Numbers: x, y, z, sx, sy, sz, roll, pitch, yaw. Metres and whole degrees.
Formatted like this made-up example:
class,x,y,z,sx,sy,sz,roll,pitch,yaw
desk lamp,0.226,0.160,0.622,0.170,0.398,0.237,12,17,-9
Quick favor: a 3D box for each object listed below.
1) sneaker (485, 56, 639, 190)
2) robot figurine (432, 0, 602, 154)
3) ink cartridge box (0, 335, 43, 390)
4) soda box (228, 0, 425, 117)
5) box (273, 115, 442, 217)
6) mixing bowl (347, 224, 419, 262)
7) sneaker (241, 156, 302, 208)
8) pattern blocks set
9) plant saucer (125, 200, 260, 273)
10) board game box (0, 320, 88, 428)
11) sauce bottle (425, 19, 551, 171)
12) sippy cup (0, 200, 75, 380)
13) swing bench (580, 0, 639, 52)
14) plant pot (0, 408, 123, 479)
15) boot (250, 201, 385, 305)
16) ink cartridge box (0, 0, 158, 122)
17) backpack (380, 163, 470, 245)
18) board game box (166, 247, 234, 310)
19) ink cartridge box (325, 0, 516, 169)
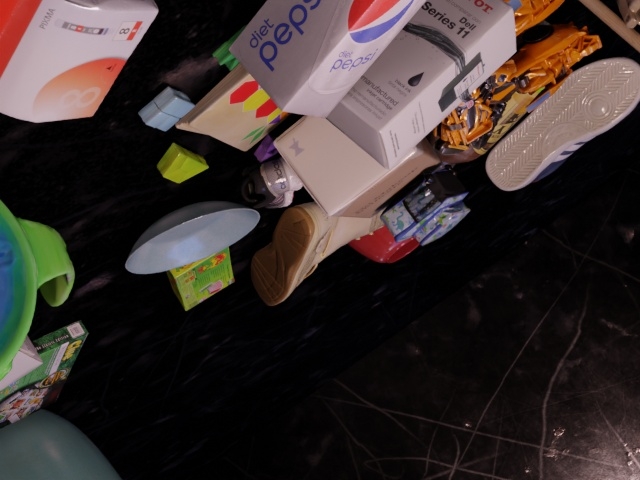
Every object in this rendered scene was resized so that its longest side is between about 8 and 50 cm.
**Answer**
class,x,y,z,sx,sy,sz,roll,pitch,yaw
sneaker,0.476,-0.230,2.094,0.350,0.131,0.148,-36,173,26
robot figurine,0.240,-0.242,1.468,0.291,0.085,0.211,-38,126,-14
ink cartridge box,-0.431,0.124,1.222,0.176,0.128,0.127,-34,165,-7
soda box,0.043,-0.256,1.070,0.286,0.098,0.091,-47,160,21
box,0.060,-0.117,1.455,0.148,0.121,0.311,-37,174,12
mixing bowl,0.133,-0.022,2.027,0.181,0.098,0.181,-33,165,-10
sneaker,-0.076,-0.075,1.479,0.075,0.063,0.170,-16,176,-14
pattern blocks set,-0.075,-0.167,1.280,0.285,0.026,0.325,-36,165,3
plant saucer,-0.178,-0.013,1.476,0.195,0.037,0.195,-22,167,-5
board game box,-0.445,0.214,1.661,0.136,0.030,0.259,-21,160,-35
sauce bottle,0.246,-0.201,1.701,0.111,0.111,0.344,-19,159,-46
sippy cup,-0.398,0.070,0.992,0.306,0.240,0.224,21,151,-19
swing bench,0.498,-0.363,1.457,0.165,0.254,0.253,-22,161,-39
plant pot,-0.485,0.429,1.830,0.293,0.235,0.293,-31,165,-10
boot,0.000,0.000,1.830,0.203,0.095,0.262,-26,158,-35
ink cartridge box,-0.242,-0.158,0.928,0.179,0.045,0.145,-20,159,-50
backpack,0.148,-0.041,1.537,0.114,0.084,0.105,-36,172,27
board game box,-0.185,0.044,1.658,0.092,0.043,0.181,-32,165,-12
ink cartridge box,0.092,-0.206,1.197,0.208,0.153,0.087,-44,155,-11
